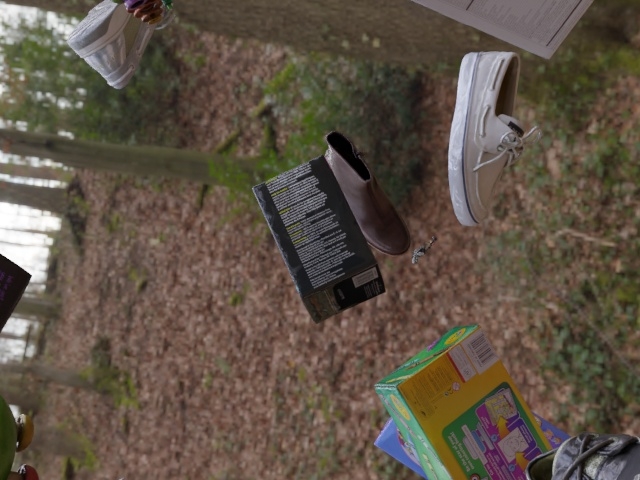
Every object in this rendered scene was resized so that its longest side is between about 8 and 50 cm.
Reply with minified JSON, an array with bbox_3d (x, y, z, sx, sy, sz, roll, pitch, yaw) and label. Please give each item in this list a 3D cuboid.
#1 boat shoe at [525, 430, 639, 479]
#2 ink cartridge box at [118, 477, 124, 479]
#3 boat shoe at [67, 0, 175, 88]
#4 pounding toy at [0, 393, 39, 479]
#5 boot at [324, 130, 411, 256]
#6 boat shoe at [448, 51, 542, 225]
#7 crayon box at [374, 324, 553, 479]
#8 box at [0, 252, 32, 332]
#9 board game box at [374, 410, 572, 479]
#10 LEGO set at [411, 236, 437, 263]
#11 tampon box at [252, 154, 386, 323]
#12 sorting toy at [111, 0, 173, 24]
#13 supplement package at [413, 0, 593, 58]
[{"bbox_3d":[0.197,0.173,0.626,0.080,0.073,0.223,-50,-10,-16],"label":"boat shoe"},{"bbox_3d":[-0.425,0.445,1.353,0.045,0.206,0.208,64,-160,7],"label":"ink cartridge box"},{"bbox_3d":[-0.308,-0.347,1.432,0.103,0.118,0.320,57,-161,-25],"label":"boat shoe"},{"bbox_3d":[-0.469,0.304,1.274,0.237,0.110,0.183,0,74,54],"label":"pounding toy"},{"bbox_3d":[0.086,-0.082,1.675,0.248,0.090,0.207,53,177,9],"label":"boot"},{"bbox_3d":[0.353,-0.206,1.745,0.136,0.156,0.367,35,-120,-53],"label":"boat shoe"},{"bbox_3d":[0.222,0.283,1.280,0.278,0.165,0.081,59,157,-3],"label":"crayon box"},{"bbox_3d":[-0.478,0.030,0.932,0.270,0.165,0.143,43,-127,-32],"label":"box"},{"bbox_3d":[0.314,0.409,1.763,0.233,0.347,0.078,-62,-9,31],"label":"board game box"},{"bbox_3d":[0.191,0.016,1.678,0.054,0.023,0.083,-38,-13,-51],"label":"LEGO set"},{"bbox_3d":[0.000,0.000,1.105,0.120,0.101,0.161,66,179,-68],"label":"tampon box"},{"bbox_3d":[-0.203,-0.277,1.029,0.042,0.061,0.102,61,-171,-2],"label":"sorting toy"},{"bbox_3d":[0.192,-0.338,1.029,0.139,0.244,0.134,-55,31,34],"label":"supplement package"}]
